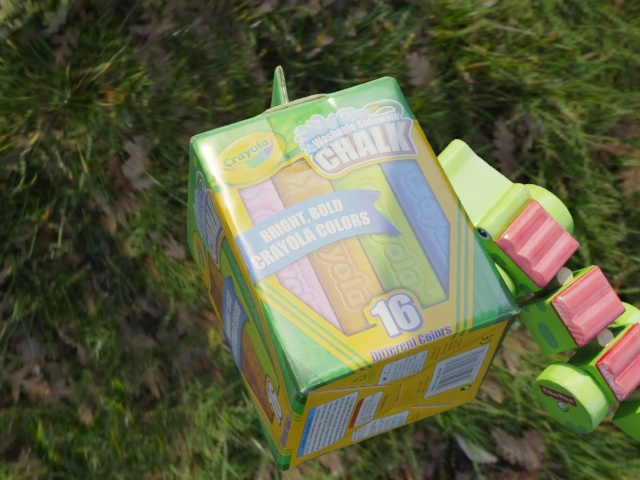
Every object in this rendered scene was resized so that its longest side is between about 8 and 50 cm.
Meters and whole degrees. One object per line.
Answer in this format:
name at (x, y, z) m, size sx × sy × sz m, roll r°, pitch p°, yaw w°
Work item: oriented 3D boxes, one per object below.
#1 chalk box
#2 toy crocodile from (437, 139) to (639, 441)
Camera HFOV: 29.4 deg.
chalk box at (0.000, 0.000, 0.715) m, size 0.132 × 0.132 × 0.213 m, roll -19°, pitch 64°, yaw -15°
toy crocodile at (0.213, 0.054, 1.069) m, size 0.115 × 0.105 × 0.340 m, roll -40°, pitch 92°, yaw -23°
